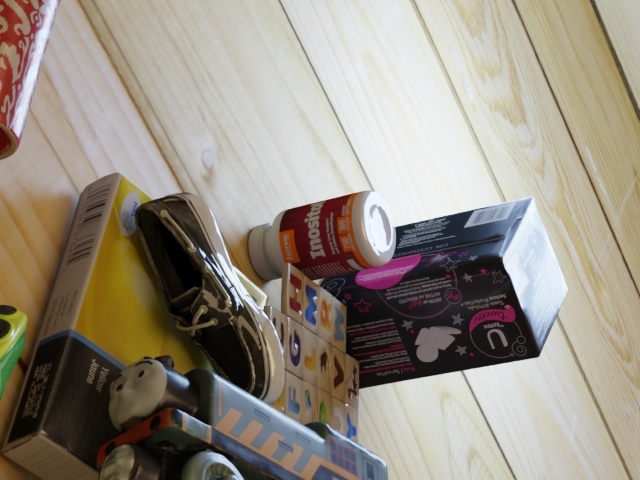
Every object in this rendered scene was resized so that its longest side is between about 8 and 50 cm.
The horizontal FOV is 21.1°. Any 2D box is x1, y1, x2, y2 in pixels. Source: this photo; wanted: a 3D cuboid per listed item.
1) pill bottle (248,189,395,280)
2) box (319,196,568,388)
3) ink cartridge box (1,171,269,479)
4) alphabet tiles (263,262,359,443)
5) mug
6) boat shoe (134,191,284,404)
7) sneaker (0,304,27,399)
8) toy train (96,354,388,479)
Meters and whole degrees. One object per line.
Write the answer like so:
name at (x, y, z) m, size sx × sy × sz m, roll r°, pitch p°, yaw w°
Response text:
pill bottle at (0.000, 0.000, 1.908) m, size 0.086 × 0.152 × 0.086 m, roll 33°, pitch 50°, yaw -52°
box at (0.147, 0.064, 2.047) m, size 0.142 × 0.247 × 0.163 m, roll 67°, pitch 29°, yaw -20°
ink cartridge box at (-0.136, 0.141, 1.635) m, size 0.307 × 0.072 × 0.304 m, roll 38°, pitch 43°, yaw -31°
alphabet tiles at (-0.007, 0.187, 1.858) m, size 0.342 × 0.011 × 0.285 m, roll 40°, pitch 50°, yaw -68°
mug at (-0.310, -0.165, 1.500) m, size 0.113 × 0.150 × 0.169 m, roll 102°, pitch -5°, yaw -64°
boat shoe at (-0.110, 0.060, 1.601) m, size 0.070 × 0.078 × 0.219 m, roll -16°, pitch 75°, yaw -54°
sneaker at (-0.309, 0.163, 1.354) m, size 0.295 × 0.109 × 0.123 m, roll -72°, pitch 162°, yaw -47°
toy train at (-0.061, 0.229, 1.529) m, size 0.334 × 0.142 × 0.190 m, roll 33°, pitch 38°, yaw -34°
